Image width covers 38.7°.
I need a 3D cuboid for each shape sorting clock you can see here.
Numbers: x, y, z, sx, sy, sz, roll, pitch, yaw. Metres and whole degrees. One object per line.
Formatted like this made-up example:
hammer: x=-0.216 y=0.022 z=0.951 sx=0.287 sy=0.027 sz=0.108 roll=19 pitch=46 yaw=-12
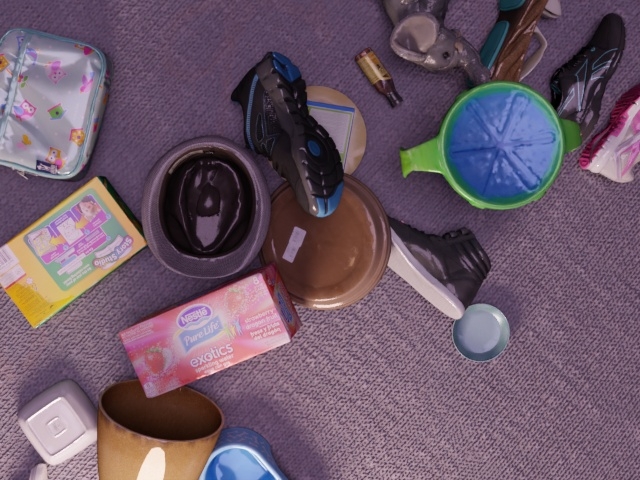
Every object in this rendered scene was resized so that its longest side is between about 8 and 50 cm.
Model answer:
shape sorting clock: x=-0.012 y=-0.204 z=1.813 sx=0.206 sy=0.040 sz=0.206 roll=0 pitch=86 yaw=4

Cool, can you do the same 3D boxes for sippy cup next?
sippy cup: x=0.321 y=-0.175 z=1.745 sx=0.305 sy=0.224 sz=0.240 roll=26 pitch=91 yaw=-4

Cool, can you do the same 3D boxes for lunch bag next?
lunch bag: x=-0.532 y=-0.255 z=1.745 sx=0.224 sy=0.108 sz=0.279 roll=15 pitch=91 yaw=-4

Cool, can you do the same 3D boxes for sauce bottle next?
sauce bottle: x=0.119 y=-0.324 z=1.820 sx=0.042 sy=0.042 sz=0.128 roll=-37 pitch=96 yaw=-2

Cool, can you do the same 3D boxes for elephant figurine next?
elephant figurine: x=0.207 y=-0.400 z=1.761 sx=0.169 sy=0.186 sz=0.239 roll=-5 pitch=91 yaw=-36

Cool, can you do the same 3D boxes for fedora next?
fedora: x=-0.219 y=-0.060 z=1.763 sx=0.243 sy=0.124 sz=0.275 roll=-3 pitch=85 yaw=-5

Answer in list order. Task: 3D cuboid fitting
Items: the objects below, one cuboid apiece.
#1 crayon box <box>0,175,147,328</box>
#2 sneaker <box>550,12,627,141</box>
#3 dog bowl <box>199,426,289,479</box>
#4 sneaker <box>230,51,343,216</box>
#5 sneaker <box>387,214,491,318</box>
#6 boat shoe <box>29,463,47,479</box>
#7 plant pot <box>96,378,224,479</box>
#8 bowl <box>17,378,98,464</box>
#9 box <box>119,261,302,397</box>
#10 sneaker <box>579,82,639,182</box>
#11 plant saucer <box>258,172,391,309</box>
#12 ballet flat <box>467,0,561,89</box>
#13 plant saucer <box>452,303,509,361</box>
crayon box: x=-0.487 y=0.021 z=1.770 sx=0.278 sy=0.081 sz=0.165 roll=-37 pitch=94 yaw=-2
sneaker: x=0.526 y=-0.333 z=1.816 sx=0.106 sy=0.101 sz=0.267 roll=20 pitch=90 yaw=-2
dog bowl: x=-0.126 y=0.511 z=1.811 sx=0.166 sy=0.074 sz=0.297 roll=-40 pitch=94 yaw=-2
sneaker: x=-0.063 y=-0.185 z=1.741 sx=0.139 sy=0.125 sz=0.341 roll=-32 pitch=68 yaw=31
sneaker: x=0.212 y=0.006 z=1.814 sx=0.296 sy=0.104 sz=0.147 roll=44 pitch=70 yaw=7
boat shoe: x=-0.581 y=0.525 z=1.792 sx=0.063 sy=0.066 sz=0.184 roll=11 pitch=101 yaw=-5
plant pot: x=-0.326 y=0.430 z=1.740 sx=0.237 sy=0.237 sz=0.254 roll=14 pitch=106 yaw=-4
bowl: x=-0.514 y=0.360 z=1.793 sx=0.142 sy=0.053 sz=0.142 roll=-34 pitch=92 yaw=-3
box: x=-0.205 y=0.168 z=1.731 sx=0.300 sy=0.154 sz=0.142 roll=-23 pitch=94 yaw=10
sneaker: x=0.637 y=-0.221 z=1.833 sx=0.111 sy=0.103 sz=0.252 roll=36 pitch=96 yaw=-8
plant saucer: x=0.000 y=0.000 z=1.774 sx=0.278 sy=0.041 sz=0.278 roll=1 pitch=94 yaw=18
ballet flat: x=0.407 y=-0.431 z=1.809 sx=0.124 sy=0.116 sz=0.342 roll=20 pitch=91 yaw=-24
plant saucer: x=0.324 y=0.187 z=1.856 sx=0.119 sy=0.021 sz=0.119 roll=0 pitch=92 yaw=-4
